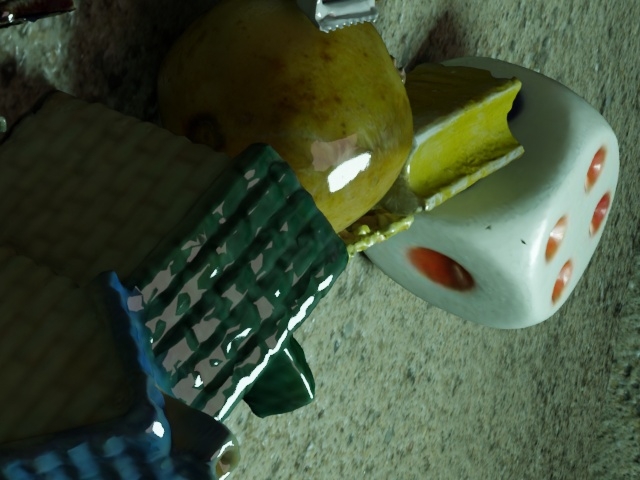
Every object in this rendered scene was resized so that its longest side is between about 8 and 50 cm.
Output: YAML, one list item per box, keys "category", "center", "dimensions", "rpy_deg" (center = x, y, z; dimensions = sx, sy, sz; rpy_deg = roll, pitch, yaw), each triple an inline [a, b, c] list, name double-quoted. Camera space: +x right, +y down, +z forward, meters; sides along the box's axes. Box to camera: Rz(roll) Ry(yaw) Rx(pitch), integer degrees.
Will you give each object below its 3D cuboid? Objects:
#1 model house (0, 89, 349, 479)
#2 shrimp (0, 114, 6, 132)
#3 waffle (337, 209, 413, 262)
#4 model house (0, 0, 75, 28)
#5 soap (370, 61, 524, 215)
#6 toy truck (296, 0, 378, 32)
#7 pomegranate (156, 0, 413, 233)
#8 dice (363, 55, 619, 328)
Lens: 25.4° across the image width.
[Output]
- category: "model house"
  center: [-0.187, 0.138, 1.351]
  dimensions: [0.445, 0.400, 0.395]
  rpy_deg: [-53, 146, -31]
- category: "shrimp"
  center: [-0.405, -0.070, 1.103]
  dimensions: [0.360, 0.085, 0.246]
  rpy_deg: [-12, 131, -45]
- category: "waffle"
  center: [0.000, 0.000, 1.793]
  dimensions: [0.238, 0.243, 0.058]
  rpy_deg: [-26, 103, -57]
- category: "model house"
  center: [-0.288, -0.259, 1.214]
  dimensions: [0.203, 0.141, 0.164]
  rpy_deg: [-46, 130, -72]
- category: "soap"
  center: [0.093, -0.133, 1.851]
  dimensions: [0.281, 0.259, 0.143]
  rpy_deg: [-34, 124, -51]
- category: "toy truck"
  center: [-0.030, -0.351, 1.466]
  dimensions: [0.136, 0.286, 0.111]
  rpy_deg: [-24, 165, -48]
- category: "pomegranate"
  center: [-0.042, -0.133, 1.546]
  dimensions: [0.307, 0.307, 0.307]
  rpy_deg: [-41, 142, -43]
- category: "dice"
  center: [0.245, -0.071, 2.109]
  dimensions: [0.304, 0.304, 0.277]
  rpy_deg: [-56, 150, -25]
